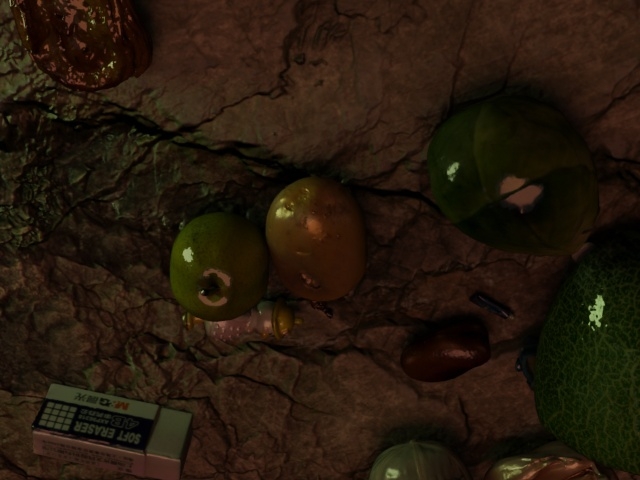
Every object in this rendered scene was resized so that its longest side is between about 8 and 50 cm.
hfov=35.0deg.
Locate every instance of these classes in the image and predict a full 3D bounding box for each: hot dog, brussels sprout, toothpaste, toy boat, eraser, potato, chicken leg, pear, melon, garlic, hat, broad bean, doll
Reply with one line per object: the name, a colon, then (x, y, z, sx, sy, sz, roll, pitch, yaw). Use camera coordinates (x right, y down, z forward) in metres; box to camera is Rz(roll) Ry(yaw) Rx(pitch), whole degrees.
hot dog: (-0.340, -0.327, 1.423, 0.175, 0.114, 0.259, -9, 125, 13)
brussels sprout: (0.290, -0.084, 1.462, 0.219, 0.210, 0.271, -31, 132, 32)
toothpaste: (0.292, 0.113, 1.714, 0.083, 0.019, 0.027, 27, 150, -10)
toy boat: (0.425, 0.251, 1.747, 0.238, 0.098, 0.109, 38, 120, -18)
eraser: (-0.393, 0.366, 1.936, 0.287, 0.130, 0.086, 11, 129, -1)
potato: (0.000, 0.000, 1.601, 0.150, 0.146, 0.234, 37, 153, 32)
chicken leg: (0.000, 0.103, 1.748, 0.036, 0.021, 0.083, -8, 126, 3)
pear: (-0.162, 0.054, 1.615, 0.166, 0.216, 0.180, 18, 116, -7)
melon: (0.486, 0.162, 1.568, 0.226, 0.331, 0.344, -22, 112, -28)
garlic: (0.445, 0.440, 1.882, 0.228, 0.110, 0.217, -23, 132, 35)
hat: (0.191, 0.471, 1.923, 0.232, 0.161, 0.275, -2, 150, 8)
broad bean: (0.214, 0.196, 1.747, 0.114, 0.084, 0.165, 37, 129, -21)
doll: (-0.133, 0.134, 1.749, 0.207, 0.081, 0.129, 2, 167, -3)

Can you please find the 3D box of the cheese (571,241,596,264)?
cheese: (0.489, 0.097, 1.651, 0.127, 0.050, 0.255, -28, 118, 26)
